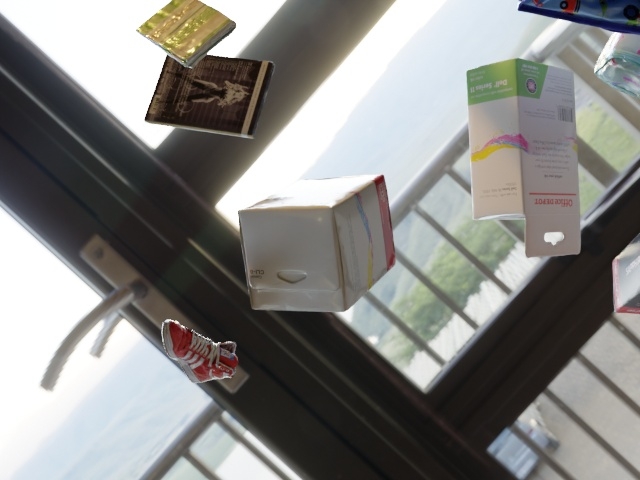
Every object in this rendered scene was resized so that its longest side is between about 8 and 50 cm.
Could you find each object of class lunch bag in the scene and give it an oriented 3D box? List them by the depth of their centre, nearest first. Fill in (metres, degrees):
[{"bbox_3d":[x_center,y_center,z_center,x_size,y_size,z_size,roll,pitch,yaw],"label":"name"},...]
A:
[{"bbox_3d":[0.474,-0.456,1.251,0.138,0.293,0.221,134,145,-64],"label":"lunch bag"},{"bbox_3d":[0.657,-0.301,1.446,0.108,0.279,0.224,-63,-6,2],"label":"lunch bag"}]

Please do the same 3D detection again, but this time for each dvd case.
[{"bbox_3d":[-0.213,-0.284,1.509,0.018,0.221,0.165,70,-148,-66],"label":"dvd case"}]

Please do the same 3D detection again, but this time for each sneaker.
[{"bbox_3d":[-0.138,0.128,0.925,0.118,0.067,0.042,67,-160,-49],"label":"sneaker"}]

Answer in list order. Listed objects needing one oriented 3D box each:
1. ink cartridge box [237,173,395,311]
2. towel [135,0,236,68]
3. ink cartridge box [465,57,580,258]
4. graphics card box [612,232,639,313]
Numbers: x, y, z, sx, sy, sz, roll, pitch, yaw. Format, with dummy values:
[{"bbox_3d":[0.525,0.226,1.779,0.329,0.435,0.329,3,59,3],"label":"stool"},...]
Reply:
[{"bbox_3d":[0.000,0.000,0.964,0.128,0.127,0.176,-1,16,24],"label":"ink cartridge box"},{"bbox_3d":[-0.221,-0.347,1.289,0.113,0.152,0.023,-43,-35,-14],"label":"towel"},{"bbox_3d":[0.383,-0.144,1.472,0.207,0.353,0.119,-2,-1,-43],"label":"ink cartridge box"},{"bbox_3d":[0.546,0.017,1.015,0.371,0.232,0.094,76,-162,-71],"label":"graphics card box"}]
